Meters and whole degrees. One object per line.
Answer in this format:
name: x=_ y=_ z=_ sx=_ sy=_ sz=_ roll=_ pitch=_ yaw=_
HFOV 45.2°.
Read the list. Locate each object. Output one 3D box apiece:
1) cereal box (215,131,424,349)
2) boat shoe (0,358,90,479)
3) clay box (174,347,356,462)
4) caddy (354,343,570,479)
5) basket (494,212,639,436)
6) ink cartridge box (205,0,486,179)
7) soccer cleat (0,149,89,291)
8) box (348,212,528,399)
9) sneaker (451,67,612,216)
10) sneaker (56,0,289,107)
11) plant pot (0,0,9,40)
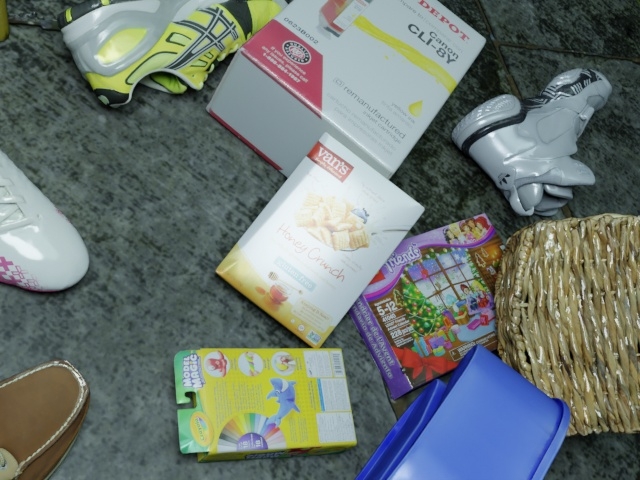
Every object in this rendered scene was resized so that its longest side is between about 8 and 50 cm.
cereal box: x=0.000 y=0.000 z=1.027 sx=0.173 sy=0.047 sz=0.240 roll=37 pitch=85 yaw=-1
boat shoe: x=-0.356 y=0.229 z=0.735 sx=0.122 sy=0.120 sz=0.324 roll=46 pitch=52 yaw=4
clay box: x=-0.072 y=0.199 z=0.941 sx=0.222 sy=0.053 sz=0.127 roll=4 pitch=61 yaw=-24
caddy: x=0.159 y=0.289 z=0.891 sx=0.179 sy=0.241 sz=0.341 roll=41 pitch=52 yaw=6
basket: x=0.355 y=0.122 z=1.116 sx=0.213 sy=0.223 sz=0.299 roll=-5 pitch=86 yaw=0
ink cartridge box: x=0.054 y=-0.262 z=1.211 sx=0.279 sy=0.160 sz=0.384 roll=38 pitch=52 yaw=-2
soccer cleat: x=-0.404 y=-0.068 z=0.872 sx=0.331 sy=0.143 sz=0.116 roll=38 pitch=52 yaw=-3
box: x=0.181 y=0.087 z=1.135 sx=0.293 sy=0.057 sz=0.201 roll=-18 pitch=71 yaw=-34
sneaker: x=0.418 y=-0.169 z=1.365 sx=0.366 sy=0.137 sz=0.210 roll=-21 pitch=74 yaw=-29
sneaker: x=-0.198 y=-0.296 z=1.143 sx=0.385 sy=0.145 sz=0.147 roll=-24 pitch=105 yaw=-38
plant pot: x=-0.527 y=-0.379 z=0.965 sx=0.212 sy=0.187 sz=0.212 roll=-21 pitch=74 yaw=-35
